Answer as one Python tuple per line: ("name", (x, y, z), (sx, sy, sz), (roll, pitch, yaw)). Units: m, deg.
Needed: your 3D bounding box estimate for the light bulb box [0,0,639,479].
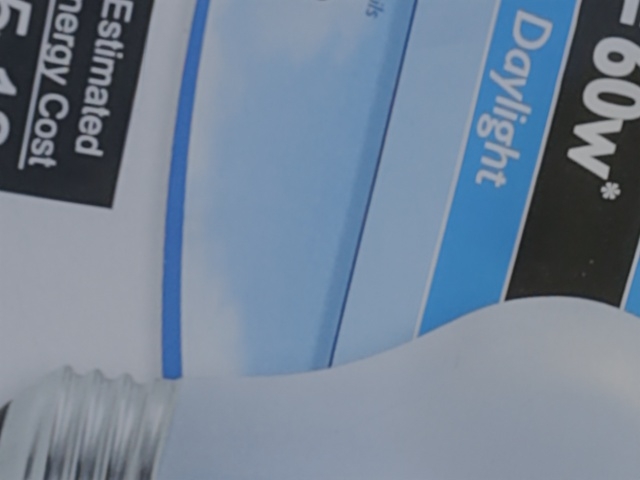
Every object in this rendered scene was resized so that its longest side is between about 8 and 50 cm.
("light bulb box", (0.000, 0.000, 0.564), (0.361, 0.225, 0.358), (8, 102, -20))
